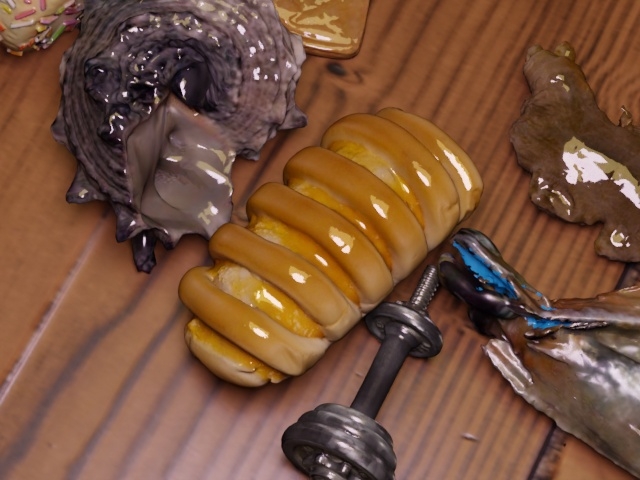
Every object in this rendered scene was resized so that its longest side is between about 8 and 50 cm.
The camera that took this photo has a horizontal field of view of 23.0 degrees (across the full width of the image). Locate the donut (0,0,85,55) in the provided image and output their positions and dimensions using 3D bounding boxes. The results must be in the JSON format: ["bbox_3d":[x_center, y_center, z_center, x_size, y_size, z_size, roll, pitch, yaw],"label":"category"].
[{"bbox_3d":[-0.253,-0.245,1.518,0.068,0.174,0.174,45,73,-2],"label":"donut"}]

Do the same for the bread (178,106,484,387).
[{"bbox_3d":[0.000,0.000,1.441,0.311,0.121,0.173,-44,46,-18],"label":"bread"}]

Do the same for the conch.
[{"bbox_3d":[-0.131,-0.128,1.486,0.241,0.186,0.313,19,72,-10],"label":"conch"}]

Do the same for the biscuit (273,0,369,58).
[{"bbox_3d":[-0.028,-0.276,1.611,0.142,0.029,0.220,-22,73,-10],"label":"biscuit"}]

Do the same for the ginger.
[{"bbox_3d":[0.298,-0.057,1.522,0.166,0.080,0.333,-43,74,-3],"label":"ginger"}]

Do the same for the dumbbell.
[{"bbox_3d":[0.052,0.127,1.435,0.110,0.110,0.254,25,65,6],"label":"dumbbell"}]

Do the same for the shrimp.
[{"bbox_3d":[0.310,0.109,1.432,0.446,0.110,0.221,27,91,6],"label":"shrimp"}]
